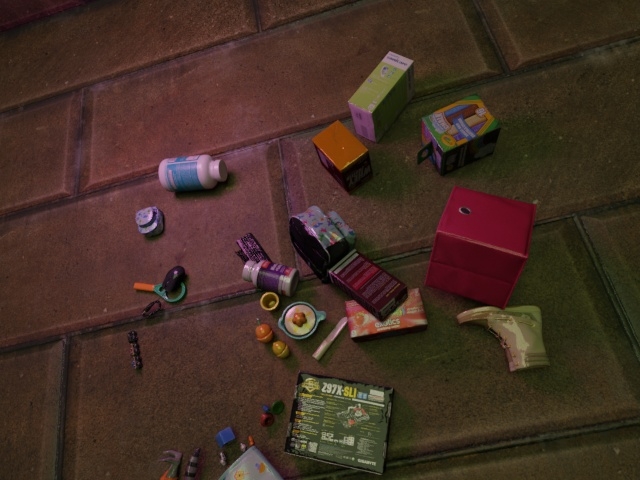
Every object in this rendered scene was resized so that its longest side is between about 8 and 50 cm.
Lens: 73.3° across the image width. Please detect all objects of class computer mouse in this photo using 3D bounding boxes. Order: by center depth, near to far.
[{"bbox_3d":[-0.623,0.200,1.694,0.071,0.041,0.242,30,78,20],"label":"computer mouse"}]

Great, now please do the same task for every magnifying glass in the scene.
[{"bbox_3d":[-0.647,0.196,1.734,0.231,0.026,0.092,5,70,15],"label":"magnifying glass"}]

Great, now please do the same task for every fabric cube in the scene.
[{"bbox_3d":[0.506,0.018,1.376,0.259,0.258,0.254,17,48,19],"label":"fabric cube"}]

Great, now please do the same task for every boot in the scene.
[{"bbox_3d":[0.580,0.314,1.371,0.262,0.095,0.203,-4,69,7],"label":"boot"}]

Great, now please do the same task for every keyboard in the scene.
[{"bbox_3d":[-0.272,0.056,1.698,0.100,0.038,0.192,-38,65,-4],"label":"keyboard"}]

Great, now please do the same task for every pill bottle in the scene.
[{"bbox_3d":[-0.185,0.135,1.601,0.194,0.108,0.108,14,72,13],"label":"pill bottle"},{"bbox_3d":[-0.539,-0.287,1.837,0.265,0.146,0.146,-3,68,12],"label":"pill bottle"}]

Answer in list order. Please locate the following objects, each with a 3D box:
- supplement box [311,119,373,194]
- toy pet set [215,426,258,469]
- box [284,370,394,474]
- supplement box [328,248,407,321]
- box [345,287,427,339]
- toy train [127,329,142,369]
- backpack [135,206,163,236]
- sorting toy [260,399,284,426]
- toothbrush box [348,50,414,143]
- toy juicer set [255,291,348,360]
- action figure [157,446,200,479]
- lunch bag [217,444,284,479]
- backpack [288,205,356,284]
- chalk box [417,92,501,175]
[{"bbox_3d":[0.090,-0.320,1.679,0.129,0.194,0.191,-38,65,-4],"label":"supplement box"},{"bbox_3d":[-0.293,0.685,1.435,0.122,0.065,0.114,-34,65,-3],"label":"toy pet set"},{"bbox_3d":[0.063,0.581,1.390,0.323,0.079,0.256,5,68,15],"label":"box"},{"bbox_3d":[0.155,0.143,1.420,0.130,0.073,0.239,-39,51,-18],"label":"supplement box"},{"bbox_3d":[0.221,0.256,1.455,0.257,0.122,0.128,-11,66,7],"label":"box"},{"bbox_3d":[-0.719,0.424,1.658,0.036,0.027,0.158,-26,65,6],"label":"toy train"},{"bbox_3d":[-0.731,-0.080,1.832,0.105,0.084,0.114,-18,69,8],"label":"backpack"},{"bbox_3d":[-0.174,0.580,1.463,0.102,0.061,0.042,-50,32,-17],"label":"sorting toy"},{"bbox_3d":[0.254,-0.574,1.738,0.122,0.206,0.283,35,80,23],"label":"toothbrush box"},{"bbox_3d":[-0.083,0.318,1.516,0.330,0.089,0.209,14,68,14],"label":"toy juicer set"},{"bbox_3d":[-0.438,0.836,1.325,0.179,0.341,0.329,0,71,-29],"label":"action figure"},{"bbox_3d":[-0.219,0.803,1.322,0.223,0.160,0.262,41,88,24],"label":"lunch bag"},{"bbox_3d":[0.000,0.000,1.560,0.191,0.225,0.253,-35,61,-27],"label":"backpack"},{"bbox_3d":[0.489,-0.382,1.622,0.289,0.180,0.179,-23,66,2],"label":"chalk box"}]
